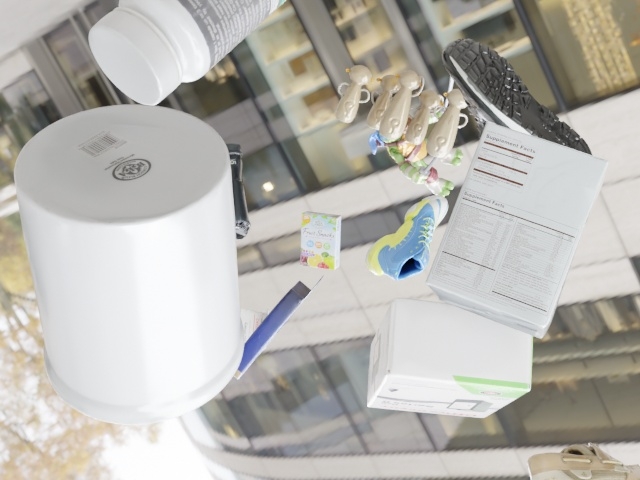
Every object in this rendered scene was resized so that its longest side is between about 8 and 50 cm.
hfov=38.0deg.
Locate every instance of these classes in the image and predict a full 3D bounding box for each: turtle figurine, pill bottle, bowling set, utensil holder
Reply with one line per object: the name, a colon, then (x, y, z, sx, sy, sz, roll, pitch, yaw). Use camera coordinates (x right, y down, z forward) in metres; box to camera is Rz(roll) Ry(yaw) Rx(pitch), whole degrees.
turtle figurine: (0.286, -0.224, 2.327, 0.274, 0.266, 0.198, -25, -124, 26)
pill bottle: (-0.234, -0.422, 1.698, 0.361, 0.204, 0.204, -48, -158, -26)
bowling set: (0.180, -0.307, 2.068, 0.200, 0.286, 0.154, -75, -174, -76)
utensil holder: (-0.282, 0.034, 1.425, 0.327, 0.386, 0.328, 2, -140, -2)

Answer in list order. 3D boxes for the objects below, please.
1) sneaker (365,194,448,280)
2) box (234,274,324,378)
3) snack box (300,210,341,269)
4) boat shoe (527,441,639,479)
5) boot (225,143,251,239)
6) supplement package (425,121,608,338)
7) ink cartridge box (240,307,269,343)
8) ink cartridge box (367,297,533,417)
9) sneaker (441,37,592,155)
sneaker: (0.218, 0.006, 2.047, 0.240, 0.091, 0.126, -43, -134, -10)
box: (-0.080, 0.145, 1.687, 0.225, 0.036, 0.136, -49, 179, 5)
snack box: (0.000, 0.000, 2.419, 0.100, 0.141, 0.037, 8, -165, 20)
boat shoe: (0.464, 0.397, 1.584, 0.121, 0.110, 0.341, -30, 155, 31)
boot: (-0.230, -0.099, 2.205, 0.094, 0.207, 0.246, -2, 169, -18)
supplement package: (0.239, -0.005, 1.137, 0.194, 0.149, 0.203, 37, 74, -75)
ink cartridge box: (-0.203, 0.247, 2.380, 0.198, 0.067, 0.115, -38, -137, 52)
ink cartridge box: (0.182, 0.181, 1.373, 0.198, 0.115, 0.273, 6, 161, -1)
sneaker: (0.266, -0.169, 1.395, 0.124, 0.283, 0.107, -41, -175, 46)
